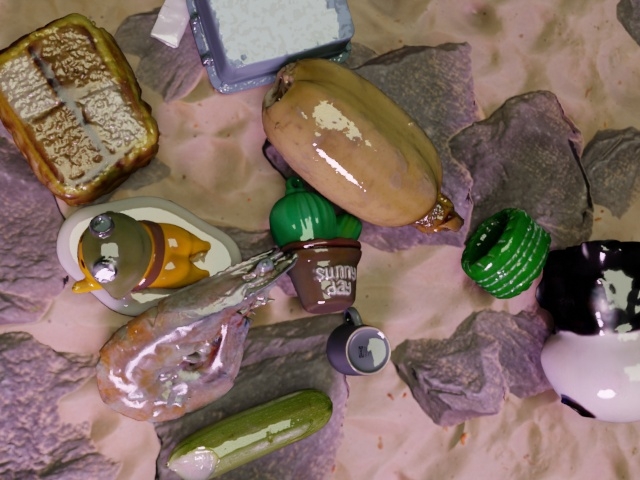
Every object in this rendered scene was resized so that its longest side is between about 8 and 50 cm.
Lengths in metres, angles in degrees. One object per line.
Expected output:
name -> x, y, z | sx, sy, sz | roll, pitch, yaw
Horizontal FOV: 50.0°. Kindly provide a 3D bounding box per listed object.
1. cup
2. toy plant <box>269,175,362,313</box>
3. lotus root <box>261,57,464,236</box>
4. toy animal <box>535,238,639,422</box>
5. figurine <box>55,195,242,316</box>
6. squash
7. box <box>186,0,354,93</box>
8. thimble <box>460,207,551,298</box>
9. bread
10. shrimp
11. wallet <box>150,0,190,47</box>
cup -> 0.053, 0.143, 0.976 | 0.078, 0.077, 0.100 | -12, 86, -17
toy plant -> 0.000, 0.000, 0.970 | 0.142, 0.105, 0.201 | -1, 71, -26
lotus root -> 0.066, -0.117, 0.973 | 0.342, 0.151, 0.169 | 38, 48, -18
toy animal -> 0.435, 0.133, 1.028 | 0.212, 0.212, 0.267 | -3, 88, -16
figurine -> -0.215, 0.013, 0.885 | 0.249, 0.141, 0.167 | 2, 81, -16
squash -> -0.092, 0.261, 0.925 | 0.238, 0.069, 0.069 | -18, 88, -18
box -> -0.065, -0.314, 0.973 | 0.226, 0.130, 0.162 | -18, 96, -12
thimble -> 0.280, 0.017, 1.037 | 0.090, 0.118, 0.130 | 39, 97, -11
bread -> -0.318, -0.170, 0.904 | 0.181, 0.096, 0.222 | -32, 93, -15
shrimp -> -0.146, 0.129, 0.904 | 0.316, 0.062, 0.164 | -35, 118, -3
wallet -> -0.212, -0.323, 0.994 | 0.044, 0.011, 0.083 | 23, 78, -12
